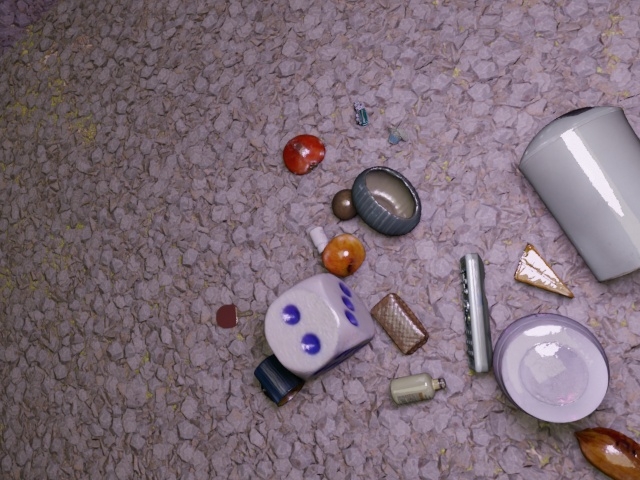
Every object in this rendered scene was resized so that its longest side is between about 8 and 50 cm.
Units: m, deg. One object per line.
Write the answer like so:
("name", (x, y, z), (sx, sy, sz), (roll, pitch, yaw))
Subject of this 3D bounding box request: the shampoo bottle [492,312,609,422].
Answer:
("shampoo bottle", (0.588, 0.324, 1.227), (0.273, 0.266, 0.272), (-3, 81, 21))

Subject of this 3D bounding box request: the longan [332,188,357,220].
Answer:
("longan", (0.082, -0.120, 1.601), (0.119, 0.106, 0.106), (-2, 79, 61))

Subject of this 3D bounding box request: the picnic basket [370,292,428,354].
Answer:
("picnic basket", (0.246, 0.261, 1.494), (0.110, 0.055, 0.193), (-43, 71, 12))

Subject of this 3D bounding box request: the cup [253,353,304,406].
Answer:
("cup", (-0.153, 0.475, 1.595), (0.150, 0.113, 0.138), (-48, 66, 7))

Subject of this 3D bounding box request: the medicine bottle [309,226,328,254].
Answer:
("medicine bottle", (0.000, 0.000, 1.635), (0.052, 0.052, 0.089), (-30, 72, 16))

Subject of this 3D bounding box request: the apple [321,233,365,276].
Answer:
("apple", (0.079, 0.053, 1.550), (0.147, 0.146, 0.146), (-3, 81, 22))

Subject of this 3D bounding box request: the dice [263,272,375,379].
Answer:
("dice", (-0.001, 0.266, 1.487), (0.243, 0.259, 0.251), (-42, 70, 14))

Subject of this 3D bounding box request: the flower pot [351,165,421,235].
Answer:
("flower pot", (0.206, -0.122, 1.497), (0.189, 0.157, 0.243), (-38, 82, -14))

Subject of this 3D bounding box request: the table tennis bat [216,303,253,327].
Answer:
("table tennis bat", (-0.317, 0.275, 1.748), (0.157, 0.013, 0.086), (-13, 75, 22))

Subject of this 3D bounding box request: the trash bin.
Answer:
("trash bin", (0.726, -0.135, 1.239), (0.280, 0.280, 0.431), (-30, 75, 16))

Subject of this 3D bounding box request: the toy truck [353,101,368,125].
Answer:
("toy truck", (0.140, -0.439, 1.652), (0.044, 0.039, 0.083), (-8, 80, 4))

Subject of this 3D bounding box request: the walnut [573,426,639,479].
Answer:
("walnut", (0.756, 0.549, 1.215), (0.207, 0.116, 0.115), (23, 91, 31))

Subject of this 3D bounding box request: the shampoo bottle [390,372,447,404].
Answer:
("shampoo bottle", (0.296, 0.441, 1.431), (0.162, 0.079, 0.079), (-18, 76, 19))

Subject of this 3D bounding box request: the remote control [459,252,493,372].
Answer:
("remote control", (0.451, 0.206, 1.378), (0.066, 0.128, 0.335), (-4, 81, 9))

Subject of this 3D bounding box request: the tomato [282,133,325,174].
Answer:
("tomato", (-0.070, -0.311, 1.691), (0.159, 0.091, 0.139), (-36, 69, 16))

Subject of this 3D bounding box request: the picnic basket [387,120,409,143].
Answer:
("picnic basket", (0.260, -0.361, 1.580), (0.083, 0.065, 0.083), (43, 121, 27))

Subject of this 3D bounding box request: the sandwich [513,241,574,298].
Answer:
("sandwich", (0.645, 0.084, 1.340), (0.163, 0.079, 0.113), (21, 92, 25))
